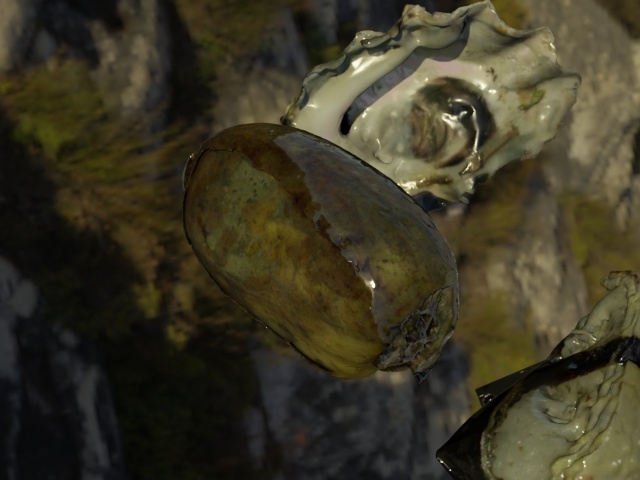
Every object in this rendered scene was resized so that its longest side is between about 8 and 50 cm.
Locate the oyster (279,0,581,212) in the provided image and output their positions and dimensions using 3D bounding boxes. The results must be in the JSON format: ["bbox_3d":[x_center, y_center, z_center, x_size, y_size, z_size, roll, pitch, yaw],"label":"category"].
[{"bbox_3d":[0.103,-0.147,1.660,0.238,0.351,0.115,55,25,-24],"label":"oyster"}]

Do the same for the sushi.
[{"bbox_3d":[0.222,0.113,1.074,0.134,0.109,0.273,48,59,0],"label":"sushi"}]

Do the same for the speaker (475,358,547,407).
[{"bbox_3d":[0.284,0.147,1.659,0.082,0.218,0.044,42,27,-70],"label":"speaker"}]

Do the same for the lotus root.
[{"bbox_3d":[0.000,0.000,1.225,0.152,0.275,0.160,-23,137,-38],"label":"lotus root"}]
